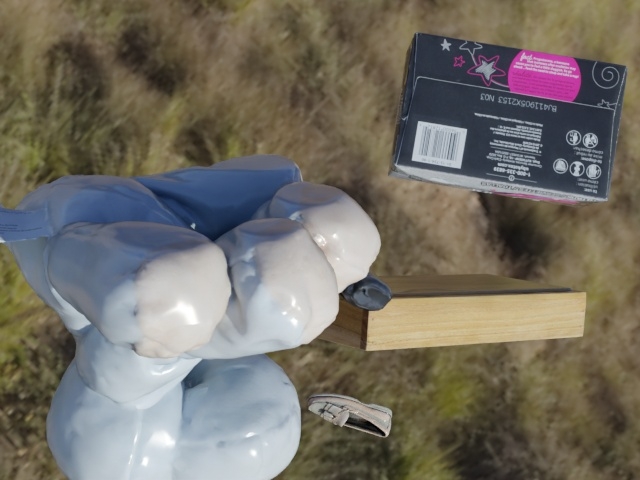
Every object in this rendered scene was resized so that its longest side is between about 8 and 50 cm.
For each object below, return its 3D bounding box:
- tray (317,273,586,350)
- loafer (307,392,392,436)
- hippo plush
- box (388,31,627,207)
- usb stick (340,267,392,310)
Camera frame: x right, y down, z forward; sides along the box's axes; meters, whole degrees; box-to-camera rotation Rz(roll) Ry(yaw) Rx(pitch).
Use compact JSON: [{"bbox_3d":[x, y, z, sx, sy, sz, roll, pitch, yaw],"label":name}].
[{"bbox_3d":[0.161,0.094,1.703,0.410,0.202,0.076,1,95,-38],"label":"tray"},{"bbox_3d":[0.042,0.247,1.701,0.125,0.045,0.039,13,51,-13],"label":"loafer"},{"bbox_3d":[-0.108,0.084,0.790,0.294,0.237,0.234,-3,20,-14],"label":"hippo plush"},{"bbox_3d":[0.213,-0.135,1.417,0.247,0.163,0.142,9,-2,1],"label":"box"},{"bbox_3d":[0.000,0.000,1.539,0.077,0.045,0.278,23,17,-41],"label":"usb stick"}]
